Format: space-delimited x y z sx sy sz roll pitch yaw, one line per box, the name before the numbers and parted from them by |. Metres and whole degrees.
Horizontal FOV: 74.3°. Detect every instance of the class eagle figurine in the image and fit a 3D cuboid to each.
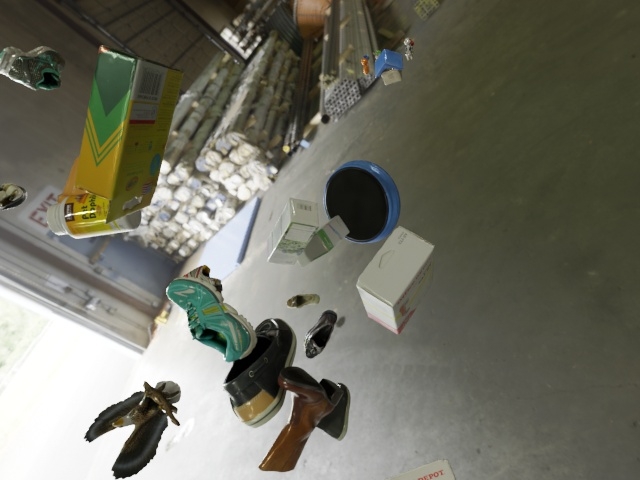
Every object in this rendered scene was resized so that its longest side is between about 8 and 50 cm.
eagle figurine | -0.630 0.617 1.442 0.298 0.225 0.226 -50 34 14

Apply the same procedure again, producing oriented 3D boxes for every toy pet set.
toy pet set | 0.141 -0.405 0.930 0.122 0.065 0.114 -10 62 24

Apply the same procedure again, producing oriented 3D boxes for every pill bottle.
pill bottle | -0.610 -0.071 1.143 0.214 0.117 0.117 -8 33 1

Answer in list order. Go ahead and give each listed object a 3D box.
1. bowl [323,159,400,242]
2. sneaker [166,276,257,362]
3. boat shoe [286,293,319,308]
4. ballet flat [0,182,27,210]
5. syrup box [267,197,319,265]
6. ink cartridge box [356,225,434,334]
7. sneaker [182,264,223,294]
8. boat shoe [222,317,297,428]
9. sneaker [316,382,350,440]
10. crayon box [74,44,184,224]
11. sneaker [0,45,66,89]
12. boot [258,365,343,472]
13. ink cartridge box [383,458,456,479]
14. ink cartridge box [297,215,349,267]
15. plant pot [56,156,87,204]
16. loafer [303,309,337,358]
bowl | 0.177 -0.169 1.943 0.391 0.392 0.077 -28 -1 43
sneaker | -0.278 0.186 1.024 0.110 0.275 0.107 -31 -29 -53
boat shoe | -0.077 0.237 1.665 0.152 0.048 0.056 -10 69 31
ballet flat | -0.928 -0.126 1.237 0.074 0.074 0.203 -42 14 23
syrup box | -0.092 -0.020 1.328 0.237 0.093 0.097 126 147 -49
ink cartridge box | 0.298 0.166 1.622 0.160 0.385 0.279 31 75 25
sneaker | -0.343 0.162 1.307 0.092 0.088 0.225 -38 62 -4
boat shoe | -0.185 0.346 1.285 0.186 0.156 0.500 -36 12 9
sneaker | 0.032 0.544 1.413 0.083 0.118 0.222 -52 14 21
crayon box | -0.390 -0.210 0.864 0.202 0.081 0.319 -76 6 -75
sneaker | -0.507 -0.306 0.773 0.065 0.076 0.166 -49 17 21
boot | -0.089 0.496 1.161 0.096 0.264 0.281 33 86 38
ink cartridge box | 0.305 0.757 1.123 0.198 0.115 0.273 -22 57 5
ink cartridge box | 0.000 0.000 1.671 0.154 0.093 0.212 -31 7 33
plant pot | -0.763 -0.174 1.421 0.205 0.205 0.188 11 93 63
loafer | -0.008 0.476 2.068 0.095 0.109 0.303 -87 21 -63
